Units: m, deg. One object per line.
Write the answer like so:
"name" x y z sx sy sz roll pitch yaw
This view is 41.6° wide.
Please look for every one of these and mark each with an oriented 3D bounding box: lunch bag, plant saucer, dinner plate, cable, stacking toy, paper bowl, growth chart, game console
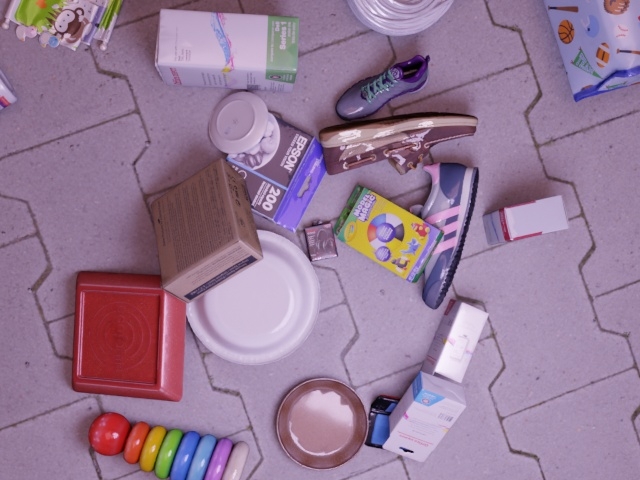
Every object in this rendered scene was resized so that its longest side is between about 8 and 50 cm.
"lunch bag" 0.707 -0.511 1.803 0.385 0.239 0.328 -15 90 -21
"plant saucer" -0.405 0.197 1.736 0.259 0.048 0.258 2 89 16
"plant saucer" 0.003 0.394 1.819 0.198 0.036 0.199 0 90 -5
"dinner plate" -0.177 -0.253 1.791 0.141 0.017 0.141 -6 74 22
"cable" 0.169 -0.568 1.793 0.257 0.089 0.257 -43 108 -5
"stacking toy" -0.321 0.436 1.749 0.330 0.141 0.141 19 87 0
"paper bowl" -0.141 0.118 1.757 0.284 0.148 0.284 0 90 -4
"growth chart" -0.546 -0.489 1.794 0.237 0.021 0.172 14 89 -4
"game console" 0.177 0.399 1.812 0.144 0.124 0.085 11 62 -5

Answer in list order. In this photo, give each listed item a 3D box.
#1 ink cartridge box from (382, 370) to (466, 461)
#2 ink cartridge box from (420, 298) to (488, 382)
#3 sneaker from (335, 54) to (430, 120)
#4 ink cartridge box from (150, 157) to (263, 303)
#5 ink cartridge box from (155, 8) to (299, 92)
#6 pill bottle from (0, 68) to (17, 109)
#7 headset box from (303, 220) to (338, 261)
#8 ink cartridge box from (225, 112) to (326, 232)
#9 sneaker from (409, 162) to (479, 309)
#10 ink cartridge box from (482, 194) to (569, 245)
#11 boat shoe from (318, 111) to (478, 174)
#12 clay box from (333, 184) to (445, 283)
"ink cartridge box" 0.211 0.367 1.747 0.104 0.061 0.181 23 119 -12
"ink cartridge box" 0.282 0.231 1.805 0.067 0.115 0.198 23 88 -3
"sneaker" 0.131 -0.337 1.804 0.223 0.098 0.083 -28 76 -7
"ink cartridge box" -0.232 -0.021 1.691 0.193 0.088 0.235 -31 49 17
"ink cartridge box" -0.187 -0.386 1.732 0.278 0.201 0.117 3 88 -4
"pill bottle" -0.736 -0.286 1.730 0.193 0.108 0.108 -32 92 -5
"headset box" 0.000 0.000 1.826 0.062 0.032 0.083 -10 91 -5
"ink cartridge box" -0.099 -0.152 1.815 0.208 0.045 0.206 27 86 -5
"sneaker" 0.248 -0.015 1.827 0.131 0.112 0.319 15 88 17
"ink cartridge box" 0.431 -0.040 1.793 0.127 0.175 0.072 -13 87 -5
"boat shoe" 0.171 -0.203 1.811 0.342 0.123 0.123 -9 104 -5
"clay box" 0.135 -0.018 1.784 0.222 0.053 0.127 31 96 19
